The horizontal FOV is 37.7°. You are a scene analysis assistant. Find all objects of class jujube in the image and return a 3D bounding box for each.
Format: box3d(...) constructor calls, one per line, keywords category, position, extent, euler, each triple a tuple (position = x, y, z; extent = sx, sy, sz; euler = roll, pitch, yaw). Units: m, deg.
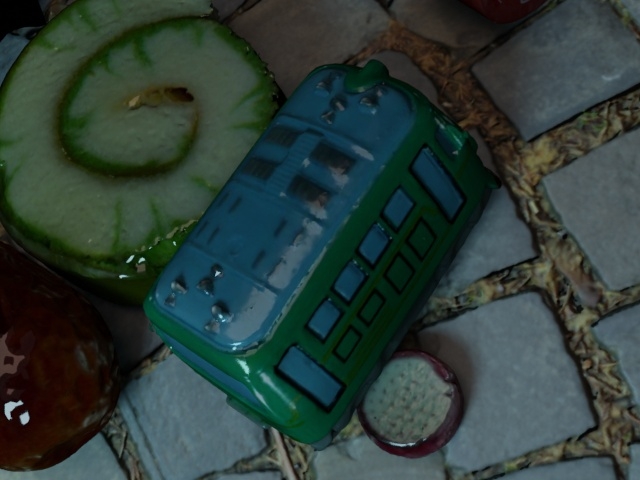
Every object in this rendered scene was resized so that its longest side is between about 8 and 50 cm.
box3d(category="jujube", position=(-0.320, 0.109, 0.958), extent=(0.190, 0.190, 0.255), euler=(-44, 79, -1))

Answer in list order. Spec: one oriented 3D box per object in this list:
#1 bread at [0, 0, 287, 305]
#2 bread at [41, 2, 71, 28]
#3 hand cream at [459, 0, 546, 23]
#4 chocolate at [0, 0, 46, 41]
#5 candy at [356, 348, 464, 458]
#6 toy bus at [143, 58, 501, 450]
box3d(category="bread", position=(-0.187, -0.121, 1.042), extent=(0.366, 0.129, 0.381), euler=(7, 71, 23))
box3d(category="bread", position=(-0.326, -0.271, 1.187), extent=(0.109, 0.062, 0.043), euler=(-9, 68, 19))
box3d(category="hand cream", position=(0.184, -0.333, 0.961), extent=(0.193, 0.193, 0.125), euler=(-47, 60, -3))
box3d(category="chocolate", position=(-0.589, -0.284, 1.147), extent=(0.331, 0.384, 0.383), euler=(-49, 61, 14))
box3d(category="candy", position=(0.084, 0.154, 0.887), extent=(0.103, 0.043, 0.103), euler=(-7, 68, 18))
box3d(category="toy bus", position=(0.000, 0.000, 0.873), extent=(0.184, 0.199, 0.343), euler=(25, 75, 36))
